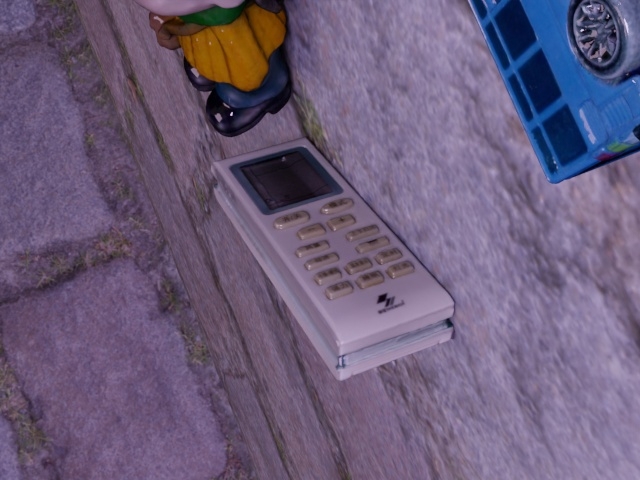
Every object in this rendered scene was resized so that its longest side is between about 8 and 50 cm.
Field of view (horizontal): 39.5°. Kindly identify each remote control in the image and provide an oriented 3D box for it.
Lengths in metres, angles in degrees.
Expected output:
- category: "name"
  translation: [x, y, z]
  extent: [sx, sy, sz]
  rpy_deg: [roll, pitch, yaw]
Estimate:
- category: "remote control"
  translation: [0.000, 0.000, 0.776]
  extent: [0.277, 0.102, 0.056]
  rpy_deg: [-128, 27, -45]

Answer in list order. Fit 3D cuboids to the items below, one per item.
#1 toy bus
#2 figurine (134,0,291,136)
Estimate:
- category: "toy bus"
  translation: [0.102, -0.124, 0.347]
  extent: [0.106, 0.090, 0.185]
  rpy_deg: [137, 112, -74]
- category: "figurine"
  translation: [-0.088, -0.240, 0.741]
  extent: [0.185, 0.204, 0.332]
  rpy_deg: [59, -172, 28]
